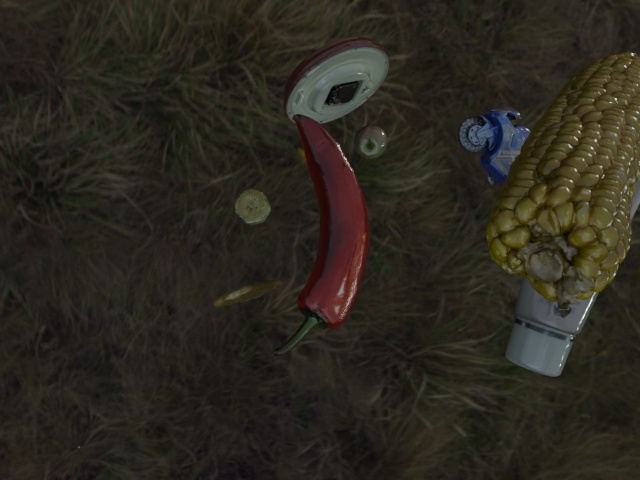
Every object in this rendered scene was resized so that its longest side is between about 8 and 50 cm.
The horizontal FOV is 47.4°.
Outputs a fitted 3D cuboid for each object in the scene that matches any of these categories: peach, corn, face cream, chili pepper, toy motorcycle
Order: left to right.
[{"bbox_3d":[0.007,-0.004,1.113,0.137,0.092,0.369,6,77,-9],"label":"chili pepper"},{"bbox_3d":[0.118,-0.233,1.720,0.083,0.083,0.083,5,73,-17],"label":"peach"},{"bbox_3d":[0.318,-0.150,1.213,0.205,0.076,0.114,38,80,-19],"label":"toy motorcycle"},{"bbox_3d":[0.341,0.029,1.005,0.143,0.089,0.315,19,95,9],"label":"face cream"},{"bbox_3d":[0.216,-0.068,0.597,0.102,0.102,0.313,42,45,-3],"label":"corn"}]

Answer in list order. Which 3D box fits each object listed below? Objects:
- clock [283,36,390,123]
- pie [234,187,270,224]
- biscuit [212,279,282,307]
[{"bbox_3d":[0.047,-0.414,1.957,0.318,0.318,0.080,-19,67,-22],"label":"clock"},{"bbox_3d":[-0.153,-0.076,1.650,0.084,0.020,0.085,-1,84,9],"label":"pie"},{"bbox_3d":[-0.108,0.079,1.093,0.071,0.147,0.018,-24,82,22],"label":"biscuit"}]
